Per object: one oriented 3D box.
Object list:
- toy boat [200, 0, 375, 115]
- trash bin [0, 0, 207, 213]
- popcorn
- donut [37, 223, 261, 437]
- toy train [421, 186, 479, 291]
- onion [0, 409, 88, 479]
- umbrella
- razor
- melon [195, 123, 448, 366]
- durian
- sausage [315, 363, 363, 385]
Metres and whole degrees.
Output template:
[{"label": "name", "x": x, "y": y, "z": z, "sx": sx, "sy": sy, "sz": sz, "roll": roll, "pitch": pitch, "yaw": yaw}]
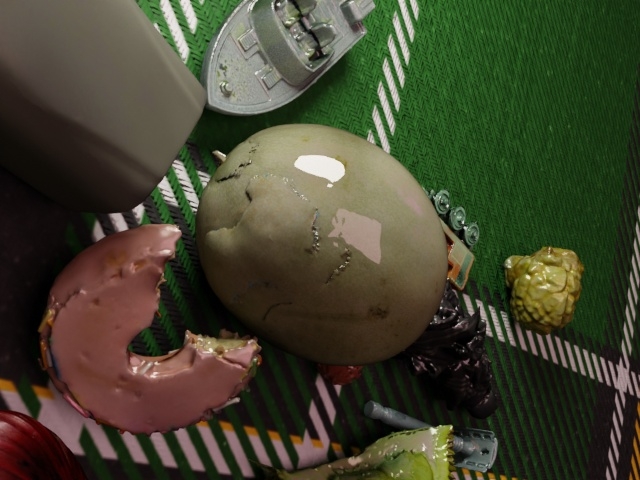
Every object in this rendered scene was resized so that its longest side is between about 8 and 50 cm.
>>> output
[{"label": "toy boat", "x": -0.048, "y": -0.262, "z": 0.960, "sx": 0.319, "sy": 0.092, "sz": 0.141, "roll": -49, "pitch": 119, "yaw": -32}, {"label": "trash bin", "x": -0.256, "y": -0.163, "z": 0.684, "sx": 0.250, "sy": 0.219, "sz": 0.220, "roll": 46, "pitch": 61, "yaw": -40}, {"label": "popcorn", "x": 0.419, "y": 0.089, "z": 1.370, "sx": 0.173, "sy": 0.142, "sz": 0.174, "roll": -10, "pitch": 90, "yaw": -72}, {"label": "donut", "x": -0.188, "y": 0.101, "z": 0.782, "sx": 0.199, "sy": 0.085, "sz": 0.233, "roll": -32, "pitch": 111, "yaw": -5}, {"label": "toy train", "x": 0.190, "y": -0.007, "z": 1.197, "sx": 0.176, "sy": 0.074, "sz": 0.118, "roll": 41, "pitch": 65, "yaw": -37}, {"label": "onion", "x": -0.313, "y": 0.288, "z": 0.625, "sx": 0.273, "sy": 0.285, "sz": 0.273, "roll": -17, "pitch": 90, "yaw": -85}, {"label": "umbrella", "x": 0.195, "y": 0.195, "z": 1.173, "sx": 0.128, "sy": 0.154, "sz": 0.337, "roll": -89, "pitch": 164, "yaw": -46}, {"label": "razor", "x": 0.161, "y": 0.302, "z": 1.164, "sx": 0.232, "sy": 0.106, "sz": 0.068, "roll": 27, "pitch": 70, "yaw": -28}, {"label": "melon", "x": 0.000, "y": 0.000, "z": 0.884, "sx": 0.330, "sy": 0.268, "sz": 0.269, "roll": 35, "pitch": 65, "yaw": -24}, {"label": "durian", "x": 0.056, "y": 0.367, "z": 1.029, "sx": 0.351, "sy": 0.158, "sz": 0.169, "roll": -4, "pitch": 59, "yaw": -33}, {"label": "sausage", "x": 0.043, "y": 0.140, "z": 1.050, "sx": 0.076, "sy": 0.076, "sz": 0.141, "roll": 49, "pitch": 61, "yaw": -31}]
